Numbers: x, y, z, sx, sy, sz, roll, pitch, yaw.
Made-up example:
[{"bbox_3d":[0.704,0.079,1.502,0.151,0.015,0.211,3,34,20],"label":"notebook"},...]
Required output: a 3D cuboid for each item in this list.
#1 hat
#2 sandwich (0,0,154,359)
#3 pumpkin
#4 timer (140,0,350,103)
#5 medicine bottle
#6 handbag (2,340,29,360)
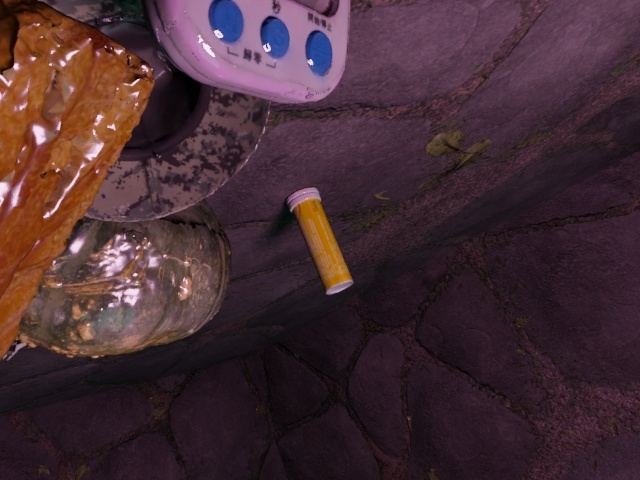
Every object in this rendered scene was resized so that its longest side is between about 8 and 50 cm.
[{"bbox_3d":[-0.192,-0.150,0.553,0.265,0.128,0.266,-12,121,-20],"label":"hat"},{"bbox_3d":[-0.308,-0.082,0.374,0.262,0.325,0.131,-59,167,7],"label":"sandwich"},{"bbox_3d":[-0.284,0.023,0.747,0.257,0.291,0.327,-61,164,19],"label":"pumpkin"},{"bbox_3d":[-0.053,-0.216,0.463,0.069,0.191,0.208,3,-177,39],"label":"timer"},{"bbox_3d":[0.000,0.000,1.168,0.073,0.218,0.074,-21,163,-6],"label":"medicine bottle"},{"bbox_3d":[-0.537,0.126,0.979,0.416,0.180,0.316,-23,169,34],"label":"handbag"}]
